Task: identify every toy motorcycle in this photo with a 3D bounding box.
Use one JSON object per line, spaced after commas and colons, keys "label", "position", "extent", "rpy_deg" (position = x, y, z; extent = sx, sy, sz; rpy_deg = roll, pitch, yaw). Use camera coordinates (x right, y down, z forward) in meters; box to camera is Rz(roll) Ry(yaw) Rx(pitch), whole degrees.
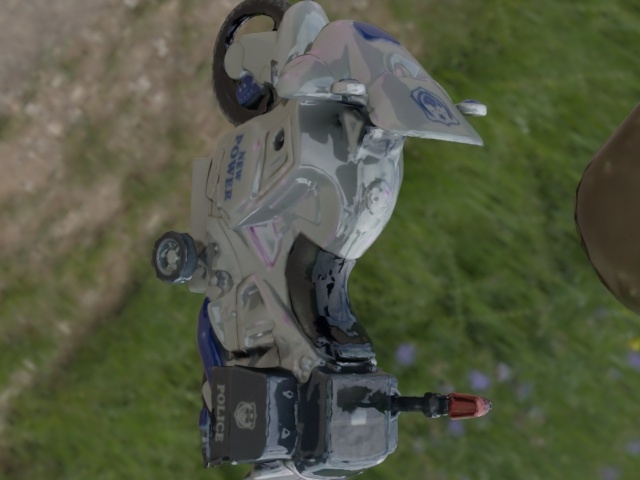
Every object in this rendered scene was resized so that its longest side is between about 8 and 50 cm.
{"label": "toy motorcycle", "position": [0.000, 0.000, 0.790], "extent": [0.102, 0.150, 0.221], "rpy_deg": [4, 87, -46]}

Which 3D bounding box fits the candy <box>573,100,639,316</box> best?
{"label": "candy", "position": [0.197, 0.024, 0.581], "extent": [0.102, 0.234, 0.104], "rpy_deg": [-58, 159, 18]}
